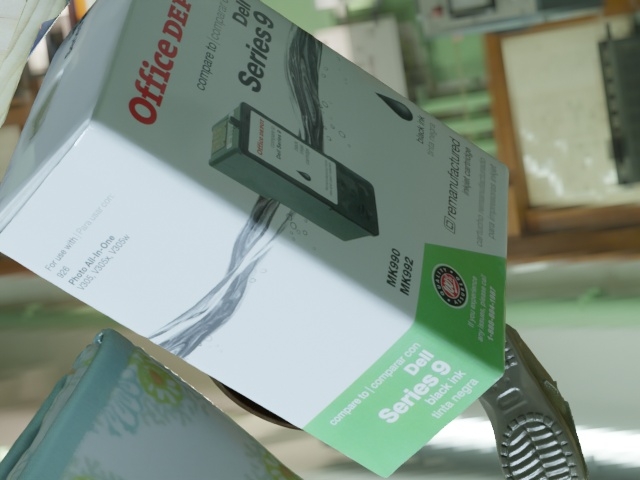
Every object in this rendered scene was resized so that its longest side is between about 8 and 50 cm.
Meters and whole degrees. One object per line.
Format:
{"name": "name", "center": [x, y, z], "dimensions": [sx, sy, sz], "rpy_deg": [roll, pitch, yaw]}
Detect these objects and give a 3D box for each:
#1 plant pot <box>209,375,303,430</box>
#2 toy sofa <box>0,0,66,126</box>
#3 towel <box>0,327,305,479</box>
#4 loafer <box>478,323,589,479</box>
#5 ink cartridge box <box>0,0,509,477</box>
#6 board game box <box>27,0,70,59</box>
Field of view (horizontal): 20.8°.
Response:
{"name": "plant pot", "center": [0.000, 0.000, 1.379], "dimensions": [0.215, 0.215, 0.230], "rpy_deg": [-9, -153, -2]}
{"name": "toy sofa", "center": [-0.344, -0.194, 1.051], "dimensions": [0.362, 0.177, 0.150], "rpy_deg": [3, -141, -32]}
{"name": "towel", "center": [-0.108, 0.265, 1.266], "dimensions": [0.090, 0.320, 0.374], "rpy_deg": [-42, -168, 32]}
{"name": "loafer", "center": [0.139, 0.114, 1.134], "dimensions": [0.056, 0.148, 0.050], "rpy_deg": [-25, 173, 29]}
{"name": "ink cartridge box", "center": [-0.032, -0.023, 1.062], "dimensions": [0.121, 0.289, 0.211], "rpy_deg": [-45, -157, 34]}
{"name": "board game box", "center": [-0.331, -0.223, 1.649], "dimensions": [0.194, 0.194, 0.060], "rpy_deg": [-29, -155, 33]}
